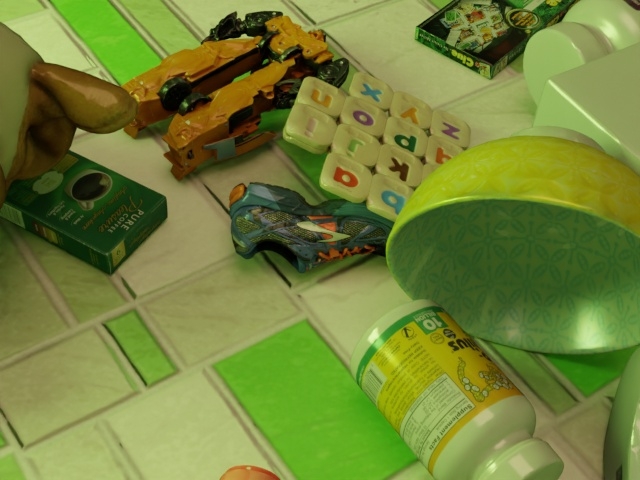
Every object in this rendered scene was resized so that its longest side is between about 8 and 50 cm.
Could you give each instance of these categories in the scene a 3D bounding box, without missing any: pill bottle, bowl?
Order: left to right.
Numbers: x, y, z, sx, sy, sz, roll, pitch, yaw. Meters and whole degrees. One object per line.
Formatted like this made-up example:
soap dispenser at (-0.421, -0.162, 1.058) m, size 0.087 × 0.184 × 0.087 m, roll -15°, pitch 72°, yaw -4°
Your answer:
pill bottle at (0.131, 0.164, 0.993) m, size 0.117 × 0.118 × 0.208 m, roll -24°, pitch 53°, yaw -25°
bowl at (0.223, -0.021, 1.040) m, size 0.289 × 0.289 × 0.156 m, roll 13°, pitch 60°, yaw 7°
pill bottle at (0.426, -0.261, 1.381) m, size 0.301 × 0.169 × 0.169 m, roll -21°, pitch 52°, yaw -23°

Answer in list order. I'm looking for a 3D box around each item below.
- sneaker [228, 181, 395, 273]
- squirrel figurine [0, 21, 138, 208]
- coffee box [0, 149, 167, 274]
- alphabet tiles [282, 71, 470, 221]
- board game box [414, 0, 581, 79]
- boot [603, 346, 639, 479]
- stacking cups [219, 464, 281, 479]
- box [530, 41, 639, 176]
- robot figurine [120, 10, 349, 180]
sneaker at (0.000, 0.000, 1.171) m, size 0.221 × 0.083 × 0.087 m, roll 9°, pitch 71°, yaw -1°
squirrel figurine at (-0.456, -0.062, 1.080) m, size 0.397 × 0.281 × 0.370 m, roll 4°, pitch 63°, yaw 52°
coffee box at (-0.283, -0.042, 1.198) m, size 0.184 × 0.040 × 0.113 m, roll 24°, pitch 50°, yaw 17°
alphabet tiles at (0.095, -0.102, 1.234) m, size 0.284 × 0.021 × 0.278 m, roll 25°, pitch 36°, yaw -7°
board game box at (0.269, -0.335, 1.531) m, size 0.136 × 0.030 × 0.259 m, roll 32°, pitch 52°, yaw 25°
boot at (0.343, 0.229, 0.982) m, size 0.123 × 0.095 × 0.258 m, roll 15°, pitch 56°, yaw 1°
stacking cups at (-0.095, 0.333, 0.843) m, size 0.096 × 0.096 × 0.316 m, roll 8°, pitch 43°, yaw 2°
box at (0.420, -0.113, 1.210) m, size 0.345 × 0.215 × 0.168 m, roll -23°, pitch 54°, yaw -24°
robot figurine at (-0.107, -0.199, 1.331) m, size 0.291 × 0.085 × 0.211 m, roll -31°, pitch 57°, yaw -29°
